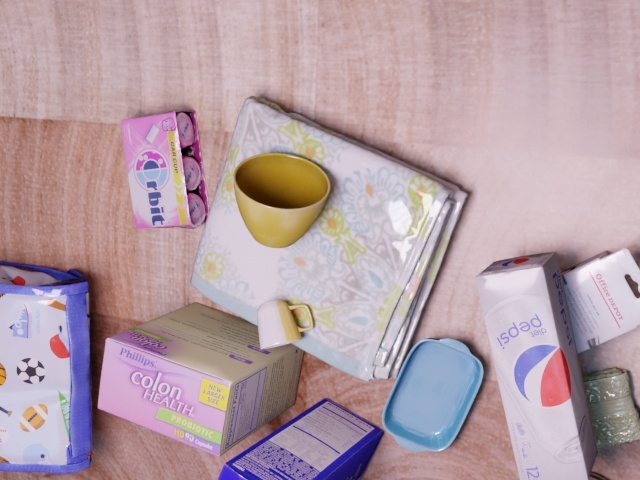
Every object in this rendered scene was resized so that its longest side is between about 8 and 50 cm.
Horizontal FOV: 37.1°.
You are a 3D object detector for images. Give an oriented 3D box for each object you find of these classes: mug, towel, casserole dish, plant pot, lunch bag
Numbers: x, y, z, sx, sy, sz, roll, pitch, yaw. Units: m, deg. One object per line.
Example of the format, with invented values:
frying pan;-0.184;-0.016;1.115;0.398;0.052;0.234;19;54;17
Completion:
mug;-0.058;0.120;1.394;0.062;0.078;0.064;-29;73;57
towel;0.364;0.240;1.323;0.148;0.027;0.110;-16;92;26
casserole dish;0.164;0.222;1.396;0.114;0.037;0.188;22;107;3
towel;0.000;0.000;1.425;0.374;0.090;0.321;26;106;19
plant pot;-0.059;-0.047;1.338;0.134;0.134;0.095;26;131;19
lunch bag;-0.536;0.206;1.629;0.385;0.239;0.328;4;99;32

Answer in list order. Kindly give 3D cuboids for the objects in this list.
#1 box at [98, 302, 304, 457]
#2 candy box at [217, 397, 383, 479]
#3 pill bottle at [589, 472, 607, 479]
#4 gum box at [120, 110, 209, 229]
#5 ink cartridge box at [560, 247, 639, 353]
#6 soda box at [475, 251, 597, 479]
box;-0.174;0.202;1.450;0.213;0.243;0.117;16;105;21
candy box;-0.062;0.402;1.389;0.122;0.317;0.268;30;109;20
pill bottle;0.332;0.395;1.259;0.117;0.215;0.117;5;101;25
gum box;-0.249;-0.108;1.533;0.107;0.062;0.188;-4;97;26
ink cartridge box;0.356;0.086;1.282;0.180;0.060;0.104;-29;87;26
soda box;0.284;0.166;1.243;0.091;0.098;0.286;-10;96;26
